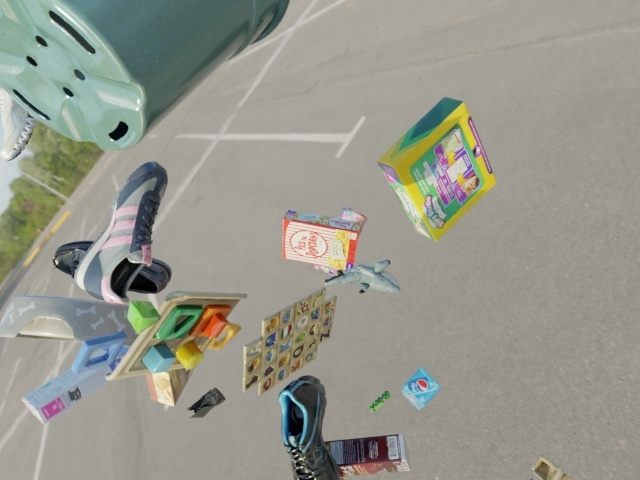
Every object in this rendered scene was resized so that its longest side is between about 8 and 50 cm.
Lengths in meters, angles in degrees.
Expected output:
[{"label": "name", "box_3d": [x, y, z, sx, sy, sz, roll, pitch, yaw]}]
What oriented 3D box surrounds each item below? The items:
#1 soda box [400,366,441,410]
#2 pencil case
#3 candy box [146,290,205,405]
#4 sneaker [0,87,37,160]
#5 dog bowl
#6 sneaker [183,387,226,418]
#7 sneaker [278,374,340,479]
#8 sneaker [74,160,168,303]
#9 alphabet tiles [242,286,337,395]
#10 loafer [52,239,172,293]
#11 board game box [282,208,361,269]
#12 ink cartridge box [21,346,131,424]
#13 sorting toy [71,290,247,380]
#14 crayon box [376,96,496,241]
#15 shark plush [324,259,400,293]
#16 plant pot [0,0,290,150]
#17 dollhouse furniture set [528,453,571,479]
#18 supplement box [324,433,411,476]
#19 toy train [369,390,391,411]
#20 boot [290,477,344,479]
[{"label": "soda box", "box_3d": [0.261, 0.394, 1.340, 0.067, 0.071, 0.210, -42, -20, -10]}, {"label": "pencil case", "box_3d": [0.082, 0.006, 2.071, 0.284, 0.124, 0.124, -63, 25, 1]}, {"label": "candy box", "box_3d": [-0.437, 0.337, 1.626, 0.316, 0.087, 0.183, -68, -12, -47]}, {"label": "sneaker", "box_3d": [-0.883, -0.372, 1.480, 0.110, 0.118, 0.292, -10, 65, 53]}, {"label": "dog bowl", "box_3d": [-0.621, 0.209, 1.298, 0.349, 0.348, 0.102, -16, 66, 54]}, {"label": "sneaker", "box_3d": [-0.339, 0.484, 1.506, 0.089, 0.051, 0.170, -43, -13, -10]}, {"label": "sneaker", "box_3d": [-0.044, 0.514, 1.250, 0.125, 0.139, 0.341, -15, 79, 23]}, {"label": "sneaker", "box_3d": [-0.393, -0.012, 1.100, 0.131, 0.112, 0.319, 26, 88, 22]}, {"label": "alphabet tiles", "box_3d": [-0.082, 0.288, 1.455, 0.011, 0.342, 0.285, 33, 131, 34]}, {"label": "loafer", "box_3d": [-0.546, 0.075, 1.324, 0.095, 0.302, 0.109, -99, 23, -67]}, {"label": "board game box", "box_3d": [0.000, 0.000, 1.320, 0.147, 0.193, 0.045, 94, -172, -46]}, {"label": "ink cartridge box", "box_3d": [-0.729, 0.426, 1.564, 0.311, 0.065, 0.186, -36, 20, -36]}, {"label": "sorting toy", "box_3d": [-0.217, 0.159, 0.821, 0.196, 0.347, 0.047, -49, 67, 13]}, {"label": "crayon box", "box_3d": [0.394, -0.227, 1.685, 0.313, 0.363, 0.106, -43, 37, -7]}, {"label": "shark plush", "box_3d": [0.093, 0.083, 1.098, 0.073, 0.161, 0.067, 129, 140, -54]}, {"label": "plant pot", "box_3d": [-0.262, -0.325, 0.692, 0.341, 0.341, 0.334, -20, 35, 51]}, {"label": "dollhouse furniture set", "box_3d": [0.417, 0.516, 0.909, 0.182, 0.101, 0.161, -48, 38, -7]}, {"label": "supplement box", "box_3d": [0.119, 0.593, 1.397, 0.239, 0.130, 0.073, -10, 53, 10]}, {"label": "toy train", "box_3d": [0.186, 0.504, 1.593, 0.083, 0.024, 0.017, -43, 17, -5]}, {"label": "boot", "box_3d": [0.002, 0.765, 1.534, 0.165, 0.077, 0.213, -36, 24, -5]}]
